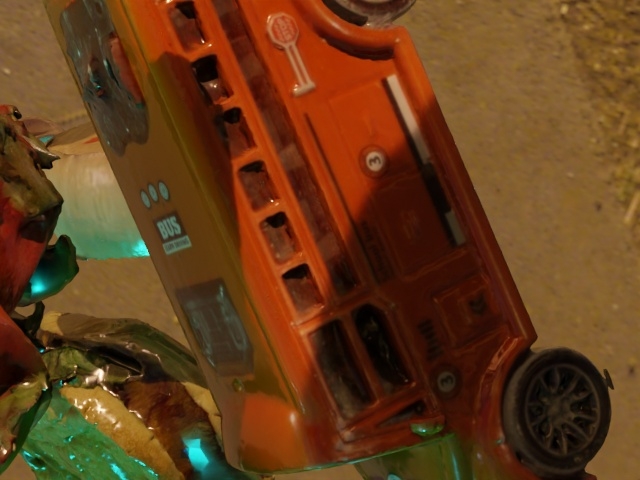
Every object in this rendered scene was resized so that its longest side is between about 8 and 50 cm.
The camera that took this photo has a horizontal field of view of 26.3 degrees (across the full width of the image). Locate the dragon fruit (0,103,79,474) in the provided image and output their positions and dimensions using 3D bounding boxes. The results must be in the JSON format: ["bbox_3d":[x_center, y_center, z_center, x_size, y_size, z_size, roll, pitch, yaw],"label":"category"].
[{"bbox_3d":[-0.155,0.008,0.455,0.269,0.200,0.198,-18,128,-58],"label":"dragon fruit"}]

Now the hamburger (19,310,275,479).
[{"bbox_3d":[-0.178,0.183,1.311,0.134,0.285,0.265,-52,131,-27],"label":"hamburger"}]

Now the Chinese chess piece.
[{"bbox_3d":[-0.119,-0.062,1.190,0.249,0.249,0.103,-20,108,-27],"label":"Chinese chess piece"}]

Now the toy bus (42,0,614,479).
[{"bbox_3d":[0.000,0.000,0.642,0.153,0.143,0.329,-26,95,-27],"label":"toy bus"}]

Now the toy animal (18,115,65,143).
[{"bbox_3d":[-0.360,-0.091,1.371,0.212,0.124,0.124,-18,117,-19],"label":"toy animal"}]
